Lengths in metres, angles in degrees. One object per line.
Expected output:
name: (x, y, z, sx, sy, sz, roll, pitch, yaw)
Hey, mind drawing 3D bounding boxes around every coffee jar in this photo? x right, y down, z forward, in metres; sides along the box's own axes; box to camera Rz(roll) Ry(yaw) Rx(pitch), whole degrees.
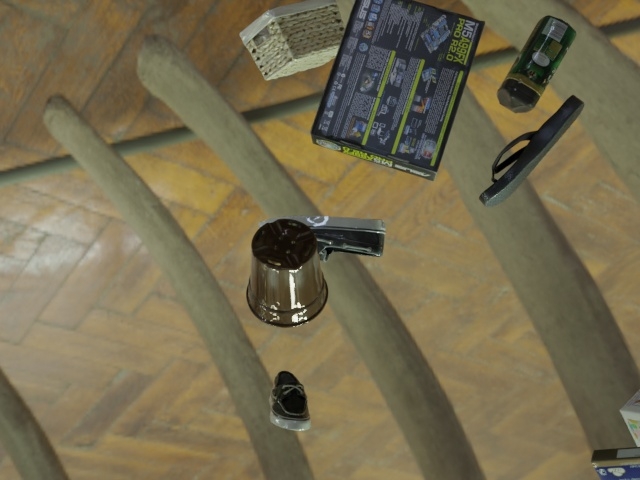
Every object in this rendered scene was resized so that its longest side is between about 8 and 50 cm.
coffee jar: (0.417, -0.338, 1.736, 0.079, 0.096, 0.184, 31, 87, -1)

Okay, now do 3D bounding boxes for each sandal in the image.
sandal: (0.358, -0.156, 1.557, 0.254, 0.054, 0.097, -47, 164, -10)

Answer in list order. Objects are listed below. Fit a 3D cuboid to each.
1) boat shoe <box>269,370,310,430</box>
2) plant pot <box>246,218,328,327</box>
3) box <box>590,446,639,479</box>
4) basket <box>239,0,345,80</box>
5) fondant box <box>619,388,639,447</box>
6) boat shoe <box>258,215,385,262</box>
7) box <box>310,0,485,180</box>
boat shoe: (-0.065, 0.318, 1.794, 0.078, 0.219, 0.070, 6, 98, -13)
plant pot: (-0.068, 0.056, 1.737, 0.167, 0.167, 0.165, -9, 142, -6)
box: (0.618, 0.477, 1.684, 0.137, 0.036, 0.225, -15, 120, 35)
basket: (-0.042, -0.370, 1.642, 0.167, 0.103, 0.113, -24, -179, -39)
fondant box: (0.787, 0.422, 1.759, 0.096, 0.330, 0.238, -38, 108, -27)
boat shoe: (0.000, 0.000, 2.073, 0.301, 0.102, 0.108, 2, 173, 9)
box: (0.126, -0.257, 1.460, 0.216, 0.270, 0.060, 17, 172, 4)
